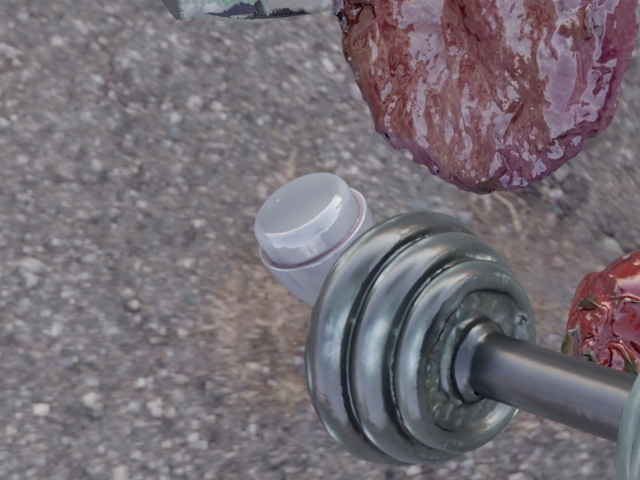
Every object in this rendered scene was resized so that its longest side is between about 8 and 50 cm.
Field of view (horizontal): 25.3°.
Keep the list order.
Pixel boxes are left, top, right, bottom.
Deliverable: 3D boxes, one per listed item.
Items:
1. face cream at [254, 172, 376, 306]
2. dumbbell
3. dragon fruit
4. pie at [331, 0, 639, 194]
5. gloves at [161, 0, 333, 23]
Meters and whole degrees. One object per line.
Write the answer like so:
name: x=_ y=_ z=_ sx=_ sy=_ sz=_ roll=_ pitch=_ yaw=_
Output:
face cream: x=0.000 y=0.000 z=1.399 sx=0.117 sy=0.104 sz=0.117 roll=-22 pitch=35 yaw=17
dumbbell: x=0.151 y=0.091 z=0.858 sx=0.406 sy=0.179 sz=0.179 roll=16 pitch=89 yaw=48
dragon fruit: x=0.391 y=0.096 z=1.601 sx=0.274 sy=0.192 sz=0.193 roll=-18 pitch=59 yaw=-18
pie: x=0.058 y=-0.090 z=0.540 sx=0.154 sy=0.036 sz=0.154 roll=24 pitch=121 yaw=46
gloves: x=0.002 y=-0.190 z=0.758 sx=0.212 sy=0.111 sz=0.127 roll=-30 pitch=41 yaw=-9
